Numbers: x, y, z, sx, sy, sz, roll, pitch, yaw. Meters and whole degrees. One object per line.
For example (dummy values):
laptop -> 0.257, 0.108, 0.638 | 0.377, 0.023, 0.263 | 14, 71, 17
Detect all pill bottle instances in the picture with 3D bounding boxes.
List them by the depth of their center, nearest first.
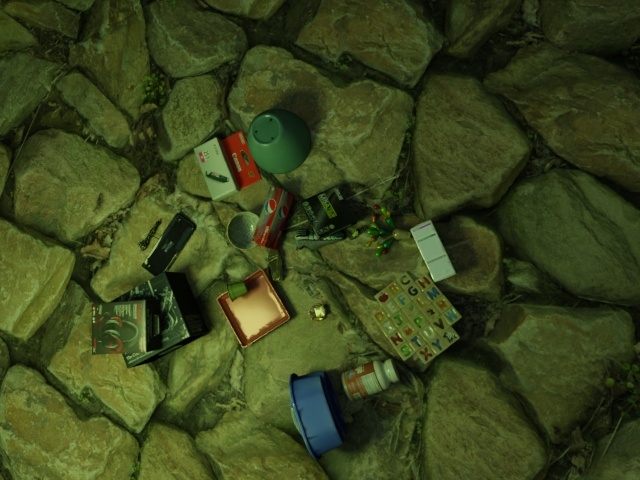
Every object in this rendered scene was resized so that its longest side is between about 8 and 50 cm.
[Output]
pill bottle -> 0.203, 0.557, 1.800 | 0.216, 0.121, 0.121 | -24, 80, 10

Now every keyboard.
keyboard -> -0.749, 0.008, 2.128 | 0.201, 0.033, 0.317 | 36, 93, 8

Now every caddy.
caddy -> -0.028, 0.688, 1.784 | 0.179, 0.241, 0.341 | -22, 80, 6

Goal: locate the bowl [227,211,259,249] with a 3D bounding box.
bowl -> -0.349, -0.047, 1.996 | 0.080, 0.170, 0.170 | 12, 87, 59

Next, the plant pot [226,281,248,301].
plant pot -> -0.359, 0.215, 1.947 | 0.079, 0.083, 0.083 | -20, 80, -1

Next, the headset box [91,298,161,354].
headset box -> -0.806, 0.362, 1.882 | 0.293, 0.110, 0.218 | -5, 83, 13

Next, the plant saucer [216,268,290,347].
plant saucer -> -0.295, 0.300, 1.982 | 0.259, 0.048, 0.258 | -33, 78, 8

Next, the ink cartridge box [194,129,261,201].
ink cartridge box -> -0.433, -0.353, 2.072 | 0.239, 0.060, 0.275 | -24, 80, 11

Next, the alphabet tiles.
alphabet tiles -> 0.379, 0.303, 1.786 | 0.285, 0.011, 0.342 | -39, 61, 5

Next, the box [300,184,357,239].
box -> 0.034, -0.119, 1.903 | 0.184, 0.045, 0.191 | -25, 70, -8

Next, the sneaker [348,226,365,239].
sneaker -> 0.153, -0.033, 1.912 | 0.083, 0.035, 0.031 | -42, 76, 7

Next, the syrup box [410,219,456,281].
syrup box -> 0.454, 0.044, 1.802 | 0.096, 0.093, 0.237 | -24, 80, 11

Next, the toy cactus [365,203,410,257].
toy cactus -> 0.284, -0.038, 1.857 | 0.180, 0.112, 0.219 | 6, 78, 4

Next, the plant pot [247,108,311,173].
plant pot -> -0.205, -0.454, 1.956 | 0.290, 0.195, 0.290 | -1, 85, 14

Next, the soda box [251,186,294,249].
soda box -> -0.208, -0.098, 1.965 | 0.092, 0.083, 0.263 | 18, 89, 38

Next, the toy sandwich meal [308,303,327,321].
toy sandwich meal -> -0.013, 0.312, 1.922 | 0.085, 0.029, 0.086 | -1, 84, 13

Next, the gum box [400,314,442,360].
gum box -> 0.430, 0.386, 1.791 | 0.188, 0.062, 0.107 | -33, 78, 8

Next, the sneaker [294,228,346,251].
sneaker -> 0.000, 0.000, 1.940 | 0.223, 0.083, 0.098 | 1, 125, 1

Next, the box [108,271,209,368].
box -> -0.740, 0.354, 2.016 | 0.343, 0.179, 0.312 | -28, 78, 9

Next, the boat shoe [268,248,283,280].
boat shoe -> -0.194, 0.107, 1.983 | 0.056, 0.048, 0.153 | -20, 74, 23
